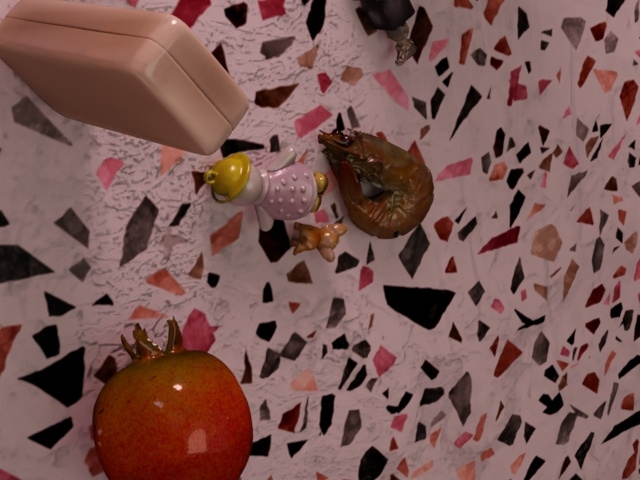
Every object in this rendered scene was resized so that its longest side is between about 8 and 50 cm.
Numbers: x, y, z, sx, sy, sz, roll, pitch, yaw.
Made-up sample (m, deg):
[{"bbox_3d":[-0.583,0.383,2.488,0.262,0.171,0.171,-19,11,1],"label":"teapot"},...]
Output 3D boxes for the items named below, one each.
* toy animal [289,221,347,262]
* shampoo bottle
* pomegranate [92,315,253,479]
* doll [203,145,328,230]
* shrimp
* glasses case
[{"bbox_3d":[0.000,0.000,1.631,0.083,0.081,0.060,11,93,-23],"label":"toy animal"},{"bbox_3d":[0.091,-0.355,1.612,0.063,0.057,0.207,-46,128,-22],"label":"shampoo bottle"},{"bbox_3d":[-0.199,0.228,1.436,0.221,0.221,0.256,-9,82,-40],"label":"pomegranate"},{"bbox_3d":[-0.076,-0.075,1.533,0.207,0.081,0.129,8,110,-40],"label":"doll"},{"bbox_3d":[0.079,-0.093,1.683,0.267,0.061,0.145,35,88,-44],"label":"shrimp"},{"bbox_3d":[-0.227,-0.184,1.189,0.076,0.336,0.144,-54,132,-16],"label":"glasses case"}]
